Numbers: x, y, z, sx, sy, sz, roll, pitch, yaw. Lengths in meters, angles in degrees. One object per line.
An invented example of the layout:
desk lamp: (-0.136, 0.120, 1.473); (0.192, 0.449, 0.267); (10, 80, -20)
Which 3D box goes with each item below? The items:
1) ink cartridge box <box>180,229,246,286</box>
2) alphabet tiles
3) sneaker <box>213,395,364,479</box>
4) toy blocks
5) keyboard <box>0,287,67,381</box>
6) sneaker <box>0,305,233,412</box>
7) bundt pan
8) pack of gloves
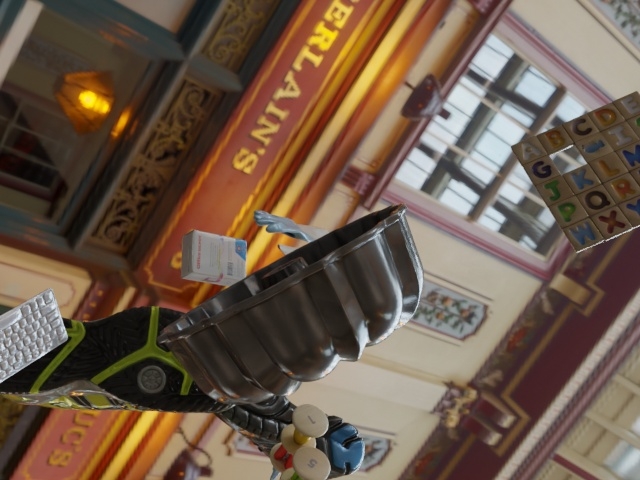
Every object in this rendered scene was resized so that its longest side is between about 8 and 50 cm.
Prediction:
ink cartridge box: (-0.211, 0.037, 1.692); (0.052, 0.122, 0.088); (-23, -119, 49)
alphabet tiles: (0.411, -0.107, 1.169); (0.237, 0.009, 0.198); (-24, -125, 2)
sneaker: (-0.096, 0.316, 1.467); (0.139, 0.341, 0.125); (-45, -168, 48)
toy blocks: (-0.038, 0.317, 1.181); (0.123, 0.054, 0.148); (-92, -158, -47)
keyboard: (-0.388, 0.138, 0.962); (0.014, 0.256, 0.072); (6, -65, 30)
sneaker: (-0.290, 0.173, 1.213); (0.147, 0.384, 0.145); (105, -7, -70)
bundt pan: (-0.019, 0.085, 1.009); (0.331, 0.331, 0.124); (-24, -85, 37)
pack of gloves: (0.000, 0.000, 1.522); (0.195, 0.232, 0.046); (44, -70, 36)
